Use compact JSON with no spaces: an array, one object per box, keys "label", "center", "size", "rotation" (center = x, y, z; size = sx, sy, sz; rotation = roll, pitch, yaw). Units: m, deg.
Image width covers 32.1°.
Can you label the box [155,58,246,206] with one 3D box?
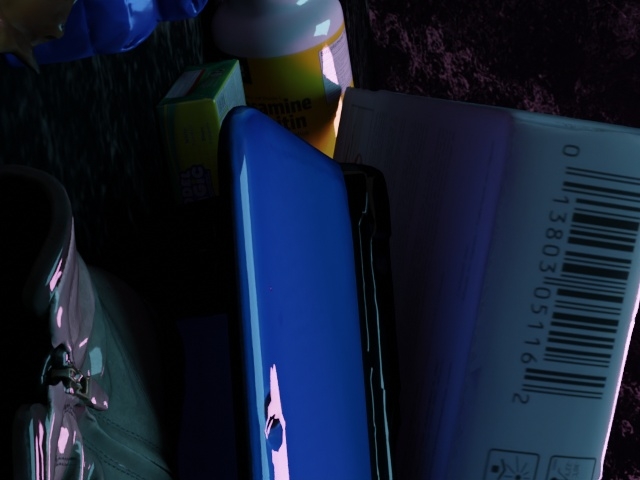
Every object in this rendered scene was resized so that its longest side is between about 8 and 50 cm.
[{"label":"box","center":[-0.066,-0.023,0.757],"size":[0.105,0.043,0.179],"rotation":[-77,158,-67]}]

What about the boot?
[{"label":"boot","center":[-0.084,0.112,0.336],"size":[0.161,0.083,0.246],"rotation":[77,7,-77]}]

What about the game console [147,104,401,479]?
[{"label":"game console","center":[-0.048,0.111,0.497],"size":[0.173,0.250,0.293],"rotation":[2,81,-45]}]

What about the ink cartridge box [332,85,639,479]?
[{"label":"ink cartridge box","center":[0.064,0.065,0.701],"size":[0.385,0.091,0.308],"rotation":[-134,-128,-76]}]

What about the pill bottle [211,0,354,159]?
[{"label":"pill bottle","center":[-0.028,-0.140,0.873],"size":[0.103,0.103,0.184],"rotation":[-84,167,-53]}]

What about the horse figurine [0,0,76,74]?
[{"label":"horse figurine","center":[-0.100,-0.115,0.271],"size":[0.066,0.174,0.263],"rotation":[47,18,1]}]

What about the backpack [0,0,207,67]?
[{"label":"backpack","center":[-0.092,-0.145,0.439],"size":[0.098,0.101,0.120],"rotation":[-95,175,-61]}]
